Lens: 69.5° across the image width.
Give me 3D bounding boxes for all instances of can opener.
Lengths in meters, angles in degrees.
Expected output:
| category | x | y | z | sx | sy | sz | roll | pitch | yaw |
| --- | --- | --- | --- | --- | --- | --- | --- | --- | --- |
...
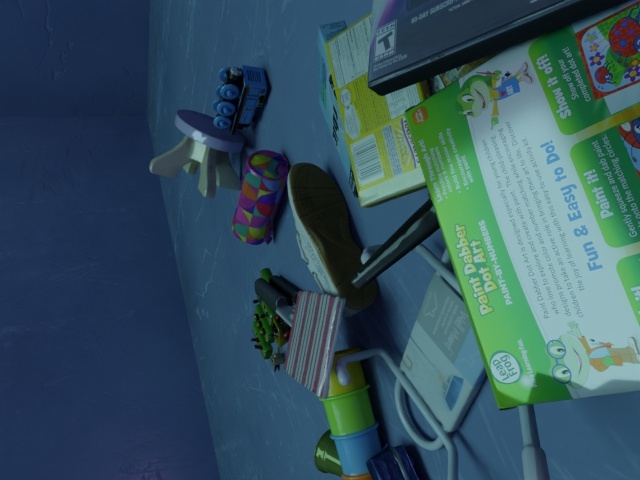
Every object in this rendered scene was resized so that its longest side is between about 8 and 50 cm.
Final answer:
| category | x | y | z | sx | sy | sz | roll | pitch | yaw |
| --- | --- | --- | --- | --- | --- | --- | --- | --- | --- |
| can opener | -0.073 | 0.148 | 1.000 | 0.280 | 0.074 | 0.093 | 31 | 125 | 59 |

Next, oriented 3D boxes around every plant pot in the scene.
| category | x | y | z | sx | sy | sz | roll | pitch | yaw |
| --- | --- | --- | --- | --- | --- | --- | --- | --- | --- |
| plant pot | 0.044 | 0.395 | 0.834 | 0.079 | 0.083 | 0.084 | 5 | 102 | 52 |

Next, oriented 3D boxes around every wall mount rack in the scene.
| category | x | y | z | sx | sy | sz | roll | pitch | yaw |
| --- | --- | --- | --- | --- | --- | --- | --- | --- | --- |
| wall mount rack | 0.131 | 0.173 | 0.517 | 0.304 | 0.130 | 0.350 | 53 | 143 | 45 |

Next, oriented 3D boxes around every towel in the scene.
| category | x | y | z | sx | sy | sz | roll | pitch | yaw |
| --- | --- | --- | --- | --- | --- | --- | --- | --- | --- |
| towel | -0.010 | 0.154 | 0.729 | 0.197 | 0.029 | 0.144 | 172 | 110 | -70 |

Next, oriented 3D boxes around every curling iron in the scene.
| category | x | y | z | sx | sy | sz | roll | pitch | yaw |
| --- | --- | --- | --- | --- | --- | --- | --- | --- | --- |
| curling iron | 0.122 | -0.040 | 0.448 | 0.274 | 0.068 | 0.035 | -43 | 74 | 30 |

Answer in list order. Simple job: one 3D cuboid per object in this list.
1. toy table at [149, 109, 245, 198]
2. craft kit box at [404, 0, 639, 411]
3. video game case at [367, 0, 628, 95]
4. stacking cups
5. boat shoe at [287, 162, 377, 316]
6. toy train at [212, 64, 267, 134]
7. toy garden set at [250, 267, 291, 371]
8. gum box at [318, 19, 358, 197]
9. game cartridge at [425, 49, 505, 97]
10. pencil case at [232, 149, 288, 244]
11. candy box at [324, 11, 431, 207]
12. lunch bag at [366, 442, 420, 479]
| category | x | y | z | sx | sy | sz | roll | pitch | yaw |
| --- | --- | --- | --- | --- | --- | --- | --- | --- | --- |
| toy table | -0.312 | -0.233 | 1.237 | 0.161 | 0.252 | 0.274 | -68 | 24 | 18 |
| craft kit box | 0.199 | -0.033 | 0.303 | 0.246 | 0.060 | 0.250 | -24 | 73 | 37 |
| video game case | 0.126 | -0.268 | 0.357 | 0.196 | 0.026 | 0.275 | -8 | 72 | 43 |
| stacking cups | 0.057 | 0.343 | 0.759 | 0.096 | 0.095 | 0.317 | -32 | 68 | 62 |
| boat shoe | 0.000 | 0.000 | 0.778 | 0.096 | 0.098 | 0.277 | -53 | 51 | 55 |
| toy train | -0.190 | -0.324 | 1.074 | 0.184 | 0.105 | 0.080 | 125 | 141 | -54 |
| toy garden set | -0.138 | 0.229 | 1.187 | 0.204 | 0.049 | 0.245 | 57 | 145 | 42 |
| gum box | 0.041 | -0.179 | 0.651 | 0.157 | 0.041 | 0.185 | 90 | 164 | -67 |
| game cartridge | 0.142 | -0.222 | 0.475 | 0.198 | 0.062 | 0.297 | 68 | 151 | 19 |
| pencil case | -0.135 | -0.090 | 1.043 | 0.236 | 0.104 | 0.105 | 111 | 142 | -49 |
| candy box | 0.070 | -0.149 | 0.511 | 0.105 | 0.027 | 0.206 | -17 | 80 | 36 |
| lunch bag | 0.114 | 0.352 | 0.682 | 0.067 | 0.065 | 0.099 | 98 | 153 | -62 |
